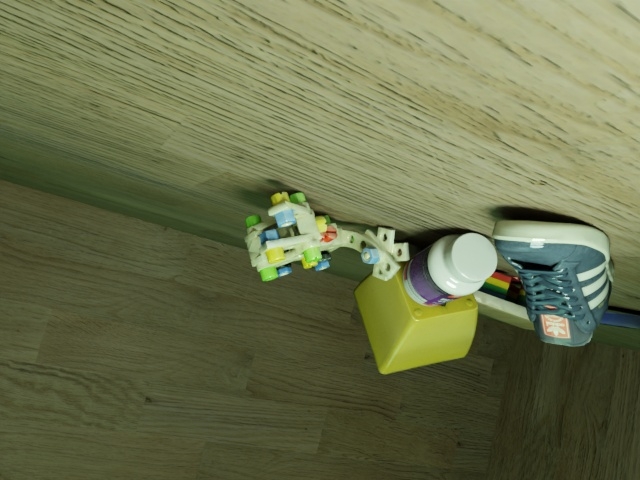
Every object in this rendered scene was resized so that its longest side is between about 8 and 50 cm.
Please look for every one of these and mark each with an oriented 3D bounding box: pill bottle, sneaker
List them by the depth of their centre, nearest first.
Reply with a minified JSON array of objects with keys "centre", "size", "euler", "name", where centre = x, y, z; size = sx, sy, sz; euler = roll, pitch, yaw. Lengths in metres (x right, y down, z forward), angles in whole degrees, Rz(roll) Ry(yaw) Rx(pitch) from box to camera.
[{"centre":[0.338,0.071,0.722],"size":[0.131,0.148,0.350],"euler":[8,170,43],"name":"sneaker"},{"centre":[0.227,0.051,0.899],"size":[0.108,0.108,0.193],"euler":[15,162,-7],"name":"pill bottle"}]

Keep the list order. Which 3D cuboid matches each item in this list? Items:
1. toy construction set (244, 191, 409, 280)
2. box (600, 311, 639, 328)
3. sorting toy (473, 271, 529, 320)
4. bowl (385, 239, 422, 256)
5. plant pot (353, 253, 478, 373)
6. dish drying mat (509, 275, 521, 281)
[{"centre":[0.000,0.000,0.946],"size":[0.328,0.151,0.215],"euler":[10,152,-36],"name":"toy construction set"},{"centre":[0.749,0.201,1.310],"size":[0.226,0.036,0.136],"euler":[4,173,33],"name":"box"},{"centre":[0.437,0.137,1.225],"size":[0.256,0.089,0.257],"euler":[19,173,1],"name":"sorting toy"},{"centre":[0.168,0.036,1.193],"size":[0.142,0.053,0.142],"euler":[11,171,23],"name":"bowl"},{"centre":[0.214,0.136,1.084],"size":[0.213,0.212,0.187],"euler":[-8,149,-14],"name":"plant pot"},{"centre":[0.477,0.099,1.243],"size":[0.032,0.008,0.083],"euler":[11,172,19],"name":"dish drying mat"}]
